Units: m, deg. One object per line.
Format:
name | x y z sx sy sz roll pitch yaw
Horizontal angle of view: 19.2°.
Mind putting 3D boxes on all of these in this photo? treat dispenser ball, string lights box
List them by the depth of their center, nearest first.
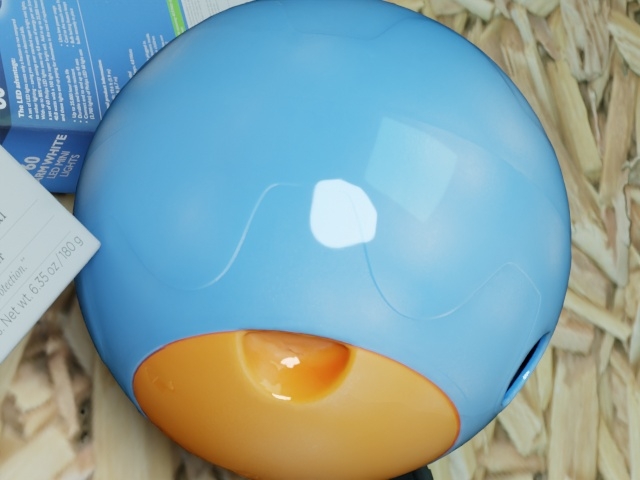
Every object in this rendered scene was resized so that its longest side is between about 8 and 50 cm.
treat dispenser ball | 0.000 0.000 1.098 0.288 0.288 0.288 27 44 -29
string lights box | -0.156 -0.104 1.232 0.260 0.077 0.133 3 58 -29

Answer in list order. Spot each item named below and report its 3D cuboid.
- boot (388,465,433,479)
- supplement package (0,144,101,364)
boot | -0.004 0.197 1.178 0.246 0.094 0.207 60 33 0
supplement package | -0.299 -0.015 0.975 0.293 0.175 0.177 45 39 -9
